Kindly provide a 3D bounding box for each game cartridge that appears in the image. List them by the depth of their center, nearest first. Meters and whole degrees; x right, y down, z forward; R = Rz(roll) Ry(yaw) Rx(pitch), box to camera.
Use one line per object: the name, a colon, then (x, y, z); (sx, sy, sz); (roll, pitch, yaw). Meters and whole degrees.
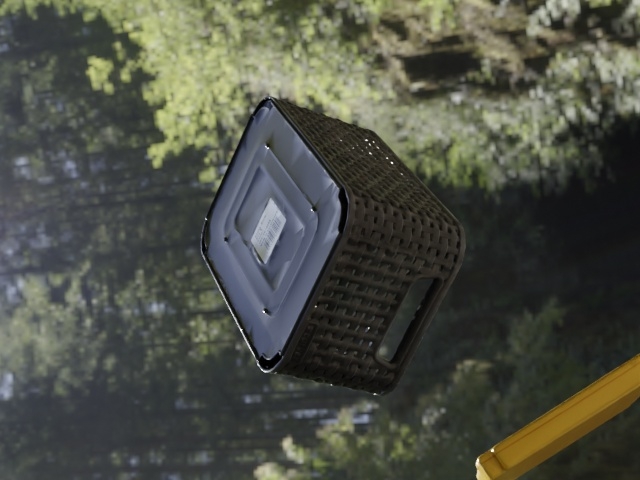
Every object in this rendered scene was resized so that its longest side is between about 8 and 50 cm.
game cartridge: (0.365, 0.286, 1.810); (0.052, 0.285, 0.323); (57, 177, 19)

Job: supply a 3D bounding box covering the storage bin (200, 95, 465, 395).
storage bin: (0.000, 0.000, 0.747); (0.122, 0.084, 0.180); (-64, 29, 18)
